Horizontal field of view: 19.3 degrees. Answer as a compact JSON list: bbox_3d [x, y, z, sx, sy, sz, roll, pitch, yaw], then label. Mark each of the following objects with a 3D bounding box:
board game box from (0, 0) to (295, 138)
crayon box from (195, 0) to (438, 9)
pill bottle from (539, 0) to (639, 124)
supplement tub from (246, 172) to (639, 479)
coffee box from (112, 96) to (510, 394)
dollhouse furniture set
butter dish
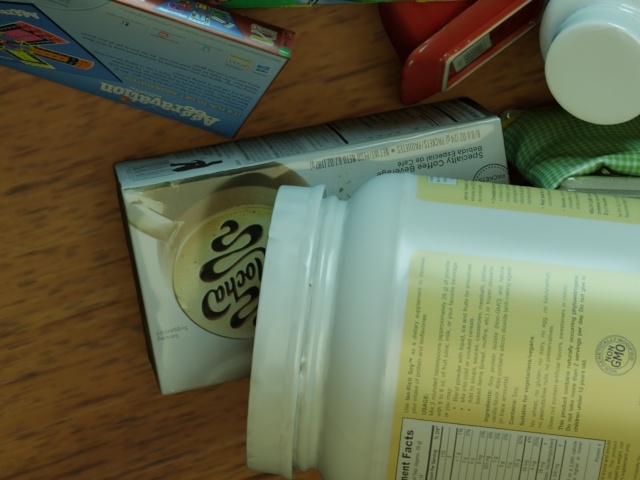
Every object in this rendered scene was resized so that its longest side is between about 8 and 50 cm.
[{"bbox_3d":[-0.174,-0.157,1.406,0.281,0.145,0.027,17,62,-14],"label":"board game box"},{"bbox_3d":[0.029,-0.262,1.369,0.278,0.081,0.165,-1,70,8],"label":"crayon box"},{"bbox_3d":[0.235,-0.174,1.423,0.117,0.215,0.117,11,125,16],"label":"pill bottle"},{"bbox_3d":[0.125,0.079,1.313,0.331,0.241,0.241,6,101,3],"label":"supplement tub"},{"bbox_3d":[0.000,0.000,1.478,0.297,0.119,0.168,-11,104,-7],"label":"coffee box"},{"bbox_3d":[0.297,-0.113,1.467,0.301,0.197,0.151,1,103,-11],"label":"dollhouse furniture set"},{"bbox_3d":[0.100,-0.199,1.454,0.160,0.160,0.118,-37,82,-5],"label":"butter dish"}]
